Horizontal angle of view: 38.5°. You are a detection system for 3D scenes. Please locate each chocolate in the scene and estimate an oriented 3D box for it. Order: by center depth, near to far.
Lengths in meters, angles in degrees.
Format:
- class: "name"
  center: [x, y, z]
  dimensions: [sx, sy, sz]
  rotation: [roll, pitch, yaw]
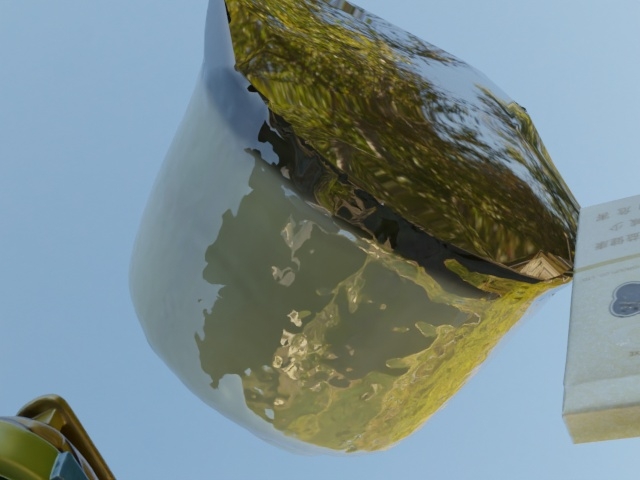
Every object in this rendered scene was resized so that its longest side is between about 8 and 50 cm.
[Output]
- class: "chocolate"
  center: [0.000, 0.000, 0.723]
  dimensions: [0.314, 0.297, 0.326]
  rotation: [20, -143, -29]

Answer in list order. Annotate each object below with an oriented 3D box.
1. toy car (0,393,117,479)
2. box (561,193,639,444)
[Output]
- class: "toy car"
  center: [-0.230, 0.189, 0.529]
  dimensions: [0.248, 0.142, 0.200]
  rotation: [-24, -74, 3]
- class: "box"
  center: [0.168, 0.026, 0.445]
  dimensions: [0.024, 0.090, 0.167]
  rotation: [61, -149, -26]
